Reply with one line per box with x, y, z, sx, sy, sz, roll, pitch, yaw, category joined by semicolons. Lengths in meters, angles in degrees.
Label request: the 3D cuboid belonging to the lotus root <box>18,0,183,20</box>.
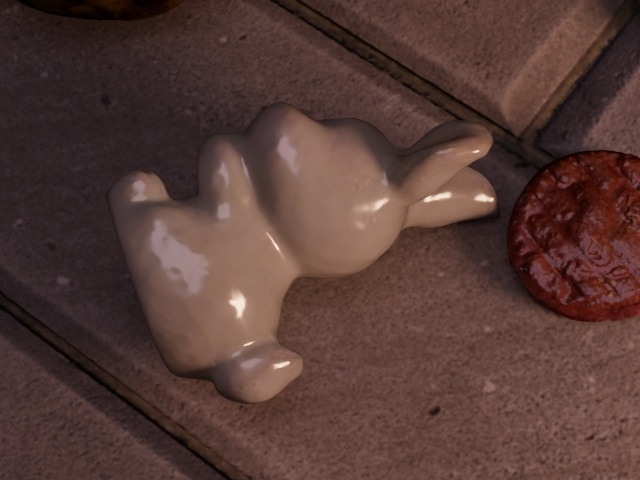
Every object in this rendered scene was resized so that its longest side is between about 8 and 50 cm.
-0.235;-0.307;1.882;0.314;0.169;0.141;8;68;7;lotus root

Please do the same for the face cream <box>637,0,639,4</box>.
0.372;-0.313;1.865;0.144;0.071;0.291;-24;67;-4;face cream

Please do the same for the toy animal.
-0.008;-0.007;1.715;0.367;0.196;0.241;-30;74;-5;toy animal

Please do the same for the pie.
0.271;-0.006;1.755;0.182;0.049;0.182;-3;67;7;pie
